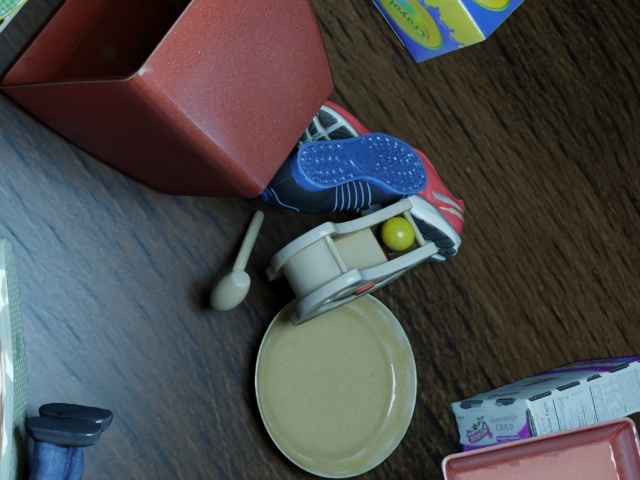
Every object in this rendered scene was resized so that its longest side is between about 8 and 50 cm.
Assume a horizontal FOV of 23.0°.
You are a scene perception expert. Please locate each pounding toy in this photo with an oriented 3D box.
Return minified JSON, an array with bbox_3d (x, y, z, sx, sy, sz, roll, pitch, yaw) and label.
[{"bbox_3d":[0.000,0.000,1.864,0.269,0.154,0.155,-23,79,-34],"label":"pounding toy"}]

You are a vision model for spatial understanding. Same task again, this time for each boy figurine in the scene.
[{"bbox_3d":[-0.284,0.322,1.667,0.092,0.177,0.285,7,98,5],"label":"boy figurine"}]

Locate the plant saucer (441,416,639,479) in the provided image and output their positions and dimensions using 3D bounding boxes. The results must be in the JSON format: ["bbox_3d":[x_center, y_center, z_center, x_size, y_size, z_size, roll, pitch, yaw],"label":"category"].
[{"bbox_3d":[0.285,0.364,1.896,0.259,0.048,0.258,-10,81,-16],"label":"plant saucer"}]

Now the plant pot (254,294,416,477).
[{"bbox_3d":[0.015,0.174,1.946,0.236,0.032,0.236,4,83,-32],"label":"plant pot"}]

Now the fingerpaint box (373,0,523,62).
[{"bbox_3d":[0.150,-0.522,2.037,0.371,0.163,0.445,-45,108,-28],"label":"fingerpaint box"}]

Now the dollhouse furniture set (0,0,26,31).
[{"bbox_3d":[-0.390,-0.273,1.583,0.151,0.301,0.197,44,66,-23],"label":"dollhouse furniture set"}]

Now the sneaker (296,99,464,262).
[{"bbox_3d":[0.077,-0.088,1.995,0.279,0.107,0.118,43,46,-24],"label":"sneaker"}]

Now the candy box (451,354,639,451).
[{"bbox_3d":[0.312,0.212,2.053,0.233,0.159,0.071,-14,90,-32],"label":"candy box"}]

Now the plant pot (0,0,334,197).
[{"bbox_3d":[-0.145,-0.190,1.769,0.236,0.267,0.267,50,61,-31],"label":"plant pot"}]

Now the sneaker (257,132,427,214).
[{"bbox_3d":[0.025,-0.075,1.850,0.232,0.090,0.081,1,69,-46],"label":"sneaker"}]

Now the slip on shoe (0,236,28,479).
[{"bbox_3d":[-0.368,0.161,1.671,0.101,0.123,0.331,-4,90,-2],"label":"slip on shoe"}]
